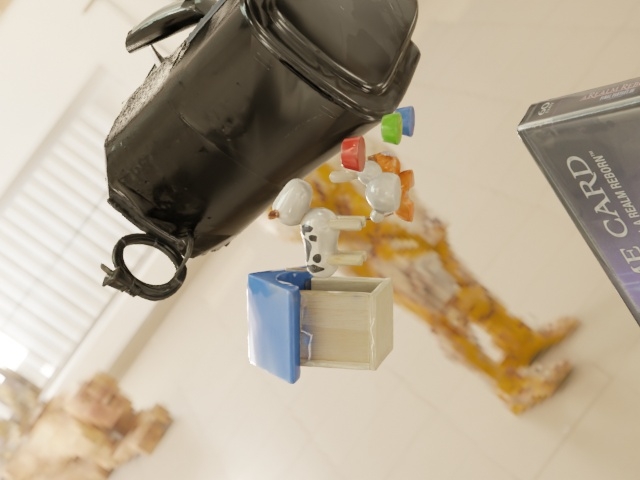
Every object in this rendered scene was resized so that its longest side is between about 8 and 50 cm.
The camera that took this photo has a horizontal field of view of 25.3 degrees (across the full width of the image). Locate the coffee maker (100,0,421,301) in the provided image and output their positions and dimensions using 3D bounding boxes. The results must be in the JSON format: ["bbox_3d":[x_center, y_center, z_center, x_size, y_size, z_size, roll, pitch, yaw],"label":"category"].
[{"bbox_3d":[-0.034,-0.070,0.799,0.178,0.120,0.171,-37,46,48],"label":"coffee maker"}]

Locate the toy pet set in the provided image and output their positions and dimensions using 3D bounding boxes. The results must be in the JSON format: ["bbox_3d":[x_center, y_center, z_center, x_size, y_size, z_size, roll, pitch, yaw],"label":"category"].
[{"bbox_3d":[0.000,0.000,0.649,0.122,0.065,0.114,-35,-55,-72],"label":"toy pet set"}]

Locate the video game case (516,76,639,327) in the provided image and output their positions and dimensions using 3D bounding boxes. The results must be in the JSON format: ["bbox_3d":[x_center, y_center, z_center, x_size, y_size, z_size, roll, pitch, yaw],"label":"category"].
[{"bbox_3d":[0.238,-0.002,0.582,0.274,0.196,0.026,-10,35,46],"label":"video game case"}]
